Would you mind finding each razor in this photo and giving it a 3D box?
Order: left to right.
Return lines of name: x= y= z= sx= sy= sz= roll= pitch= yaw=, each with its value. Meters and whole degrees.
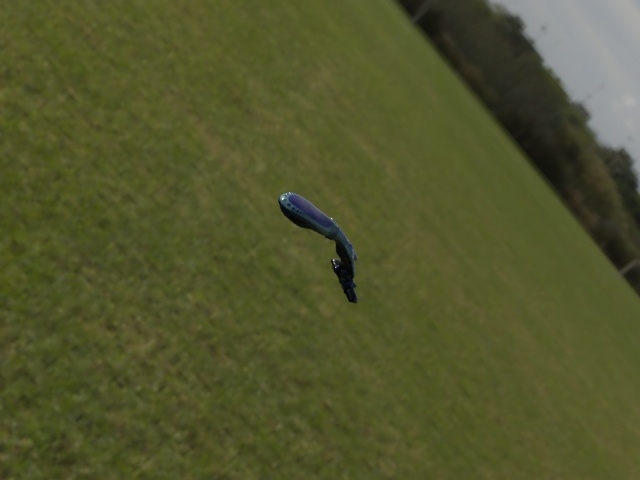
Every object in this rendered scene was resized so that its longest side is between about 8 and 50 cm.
razor: x=0.004 y=-0.002 z=1.002 sx=0.044 sy=0.028 sz=0.154 roll=66 pitch=7 yaw=31
